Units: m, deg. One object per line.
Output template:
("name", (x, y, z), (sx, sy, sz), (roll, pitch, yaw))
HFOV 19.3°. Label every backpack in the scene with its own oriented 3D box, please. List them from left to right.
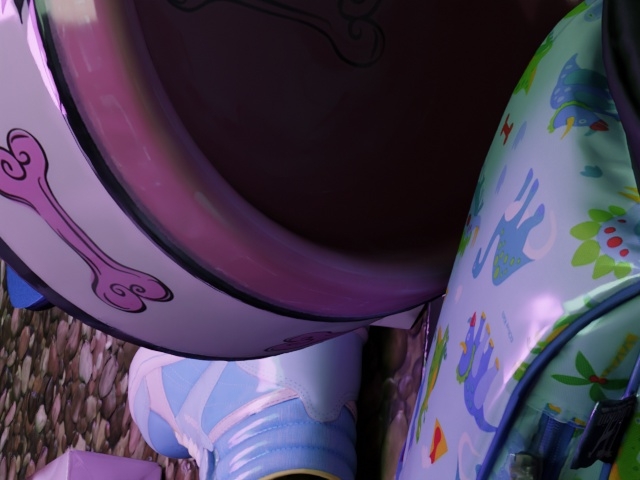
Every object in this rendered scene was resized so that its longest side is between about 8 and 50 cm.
("backpack", (0.160, 0.056, 0.856), (0.290, 0.273, 0.355), (-87, -6, -50))

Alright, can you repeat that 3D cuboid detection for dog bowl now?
("dog bowl", (-0.010, -0.139, 0.985), (0.150, 0.408, 0.408), (-3, 76, 52))

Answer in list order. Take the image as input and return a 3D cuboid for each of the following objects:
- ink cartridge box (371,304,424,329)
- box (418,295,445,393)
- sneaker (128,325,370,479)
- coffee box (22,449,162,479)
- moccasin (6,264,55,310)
("ink cartridge box", (0.000, 0.000, 1.359), (0.109, 0.150, 0.063), (-103, 30, -44))
("box", (0.131, 0.094, 1.111), (0.180, 0.077, 0.147), (-15, 67, 64))
("sneaker", (-0.071, 0.169, 1.472), (0.319, 0.127, 0.208), (140, 137, -56))
("coffee box", (-0.245, 0.302, 1.829), (0.246, 0.098, 0.141), (-33, 50, 58))
("moccasin", (-0.211, -0.021, 1.893), (0.342, 0.117, 0.138), (-40, 56, 48))
